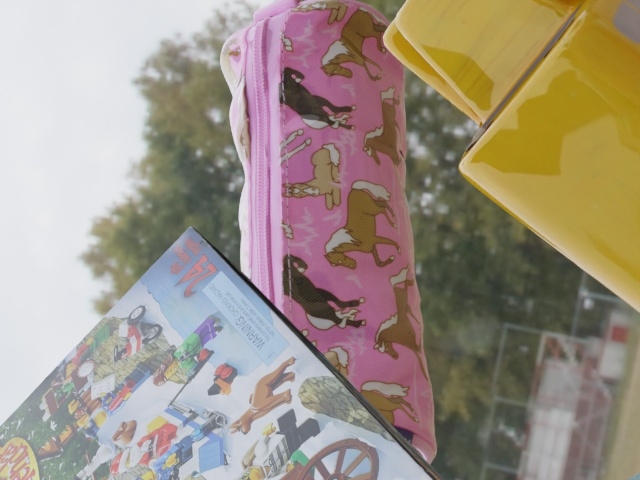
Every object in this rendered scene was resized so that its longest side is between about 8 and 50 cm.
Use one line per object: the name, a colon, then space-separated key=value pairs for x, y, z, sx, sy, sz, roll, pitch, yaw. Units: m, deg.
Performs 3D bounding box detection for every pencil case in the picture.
pencil case: x=0.000 y=0.000 z=0.971 sx=0.167 sy=0.160 sz=0.386 roll=109 pitch=162 yaw=-62

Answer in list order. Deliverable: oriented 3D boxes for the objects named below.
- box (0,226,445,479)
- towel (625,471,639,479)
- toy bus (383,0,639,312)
box: x=-0.053 y=0.102 z=0.481 sx=0.159 sy=0.233 sz=0.044 roll=-46 pitch=-57 yaw=-3
towel: x=0.280 y=0.188 z=0.458 sx=0.090 sy=0.374 sz=0.321 roll=-8 pitch=101 yaw=67
toy bus: x=0.182 y=-0.030 z=0.613 sx=0.108 sy=0.332 sz=0.130 roll=-52 pitch=1 yaw=34
